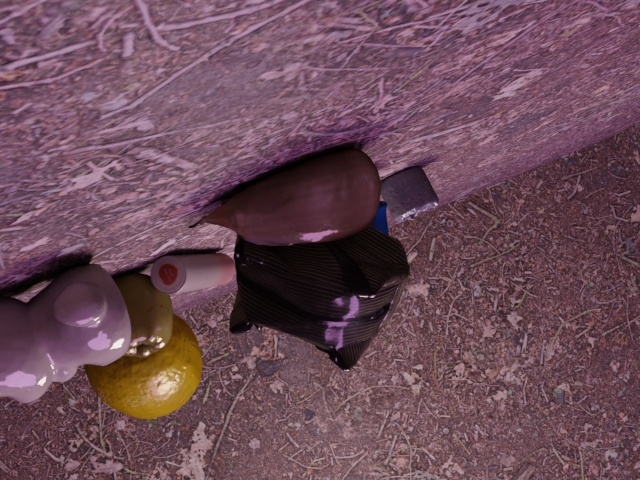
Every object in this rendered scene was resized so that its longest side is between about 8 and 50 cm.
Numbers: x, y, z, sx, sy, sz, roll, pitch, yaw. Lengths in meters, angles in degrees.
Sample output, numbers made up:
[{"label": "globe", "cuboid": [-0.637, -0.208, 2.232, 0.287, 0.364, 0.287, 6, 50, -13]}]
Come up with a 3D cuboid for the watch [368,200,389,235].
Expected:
[{"label": "watch", "cuboid": [0.000, 0.000, 1.638, 0.305, 0.241, 0.274, -3, -170, 10]}]

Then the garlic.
[{"label": "garlic", "cuboid": [-0.042, -0.055, 1.271, 0.338, 0.151, 0.196, -19, -173, -20]}]

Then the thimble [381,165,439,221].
[{"label": "thimble", "cuboid": [0.227, -0.116, 1.891, 0.127, 0.118, 0.151, -27, 174, 20]}]

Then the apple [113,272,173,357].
[{"label": "apple", "cuboid": [-0.422, 0.164, 1.654, 0.200, 0.200, 0.200, -22, 175, -2]}]

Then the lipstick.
[{"label": "lipstick", "cuboid": [-0.296, 0.075, 1.759, 0.087, 0.087, 0.327, -24, 175, 12]}]

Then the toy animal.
[{"label": "toy animal", "cuboid": [-0.515, 0.171, 1.253, 0.368, 0.196, 0.241, -23, 168, -20]}]

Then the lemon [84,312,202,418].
[{"label": "lemon", "cuboid": [-0.539, 0.340, 2.198, 0.364, 0.364, 0.364, -22, 175, -2]}]

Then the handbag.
[{"label": "handbag", "cuboid": [-0.016, 0.082, 1.378, 0.341, 0.247, 0.240, 17, -151, 7]}]
